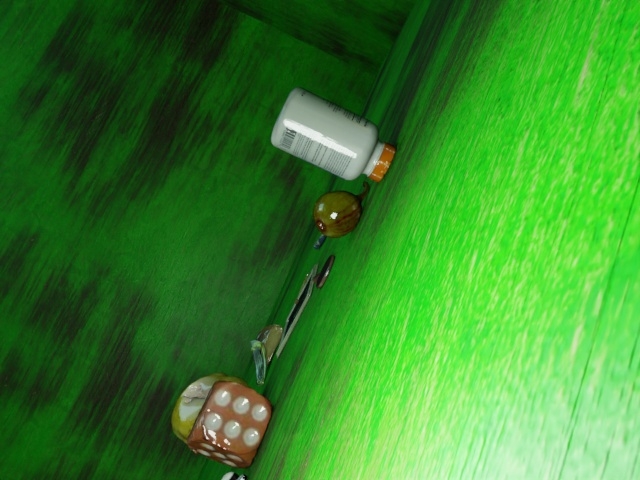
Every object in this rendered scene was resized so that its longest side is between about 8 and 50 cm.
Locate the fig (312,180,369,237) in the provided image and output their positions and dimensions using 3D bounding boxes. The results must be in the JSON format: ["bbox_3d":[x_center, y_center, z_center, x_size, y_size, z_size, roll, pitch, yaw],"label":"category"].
[{"bbox_3d":[0.078,-0.096,1.360,0.236,0.124,0.124,-38,-15,-39],"label":"fig"}]

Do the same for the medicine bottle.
[{"bbox_3d":[0.036,-0.247,1.254,0.157,0.289,0.156,-155,90,-85],"label":"medicine bottle"}]

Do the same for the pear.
[{"bbox_3d":[-0.341,0.560,1.653,0.271,0.271,0.271,-156,90,-85],"label":"pear"}]

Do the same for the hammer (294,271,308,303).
[{"bbox_3d":[-0.064,0.163,1.759,0.029,0.014,0.122,-41,24,60],"label":"hammer"}]

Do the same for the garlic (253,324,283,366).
[{"bbox_3d":[-0.216,0.418,2.018,0.195,0.087,0.101,-65,19,-9],"label":"garlic"}]

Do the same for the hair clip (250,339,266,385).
[{"bbox_3d":[-0.230,0.461,1.932,0.060,0.033,0.188,-29,51,23],"label":"hair clip"}]

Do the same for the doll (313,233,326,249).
[{"bbox_3d":[0.000,0.000,2.035,0.037,0.027,0.125,-60,1,-33],"label":"doll"}]

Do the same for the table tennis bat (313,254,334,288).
[{"bbox_3d":[-0.039,0.078,1.512,0.107,0.119,0.170,-67,6,-22],"label":"table tennis bat"}]

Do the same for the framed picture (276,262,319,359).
[{"bbox_3d":[-0.084,0.243,1.792,0.232,0.019,0.296,-76,11,-65],"label":"framed picture"}]

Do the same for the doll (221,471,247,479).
[{"bbox_3d":[-0.233,0.622,1.240,0.091,0.067,0.219,-44,-10,-42],"label":"doll"}]

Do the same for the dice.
[{"bbox_3d":[-0.235,0.476,1.333,0.179,0.175,0.173,119,175,-51],"label":"dice"}]
